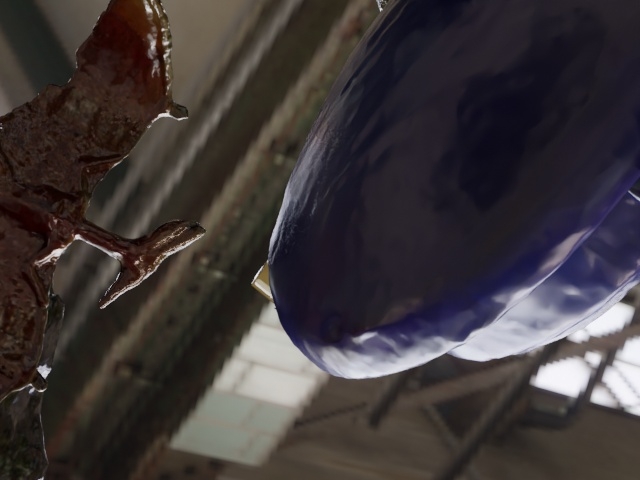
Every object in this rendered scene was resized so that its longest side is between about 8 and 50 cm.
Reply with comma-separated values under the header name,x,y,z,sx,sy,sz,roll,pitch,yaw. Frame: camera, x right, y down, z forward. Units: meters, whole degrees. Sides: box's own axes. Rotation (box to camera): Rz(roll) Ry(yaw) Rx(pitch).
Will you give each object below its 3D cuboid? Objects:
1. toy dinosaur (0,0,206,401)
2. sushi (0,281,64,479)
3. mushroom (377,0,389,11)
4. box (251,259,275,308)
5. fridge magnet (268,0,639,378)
name,x,y,z,sx,sy,sz,roll,pitch,yaw
toy dinosaur,-0.200,-0.013,1.262,0.327,0.206,0.113,-39,-169,-9
sushi,-0.332,0.103,1.517,0.211,0.171,0.350,16,-76,39
mushroom,0.123,-0.151,1.336,0.247,0.130,0.344,-54,-135,45
box,0.000,0.000,1.174,0.105,0.037,0.105,-51,180,0
fridge magnet,0.078,-0.056,0.729,0.265,0.113,0.265,-46,-159,24
